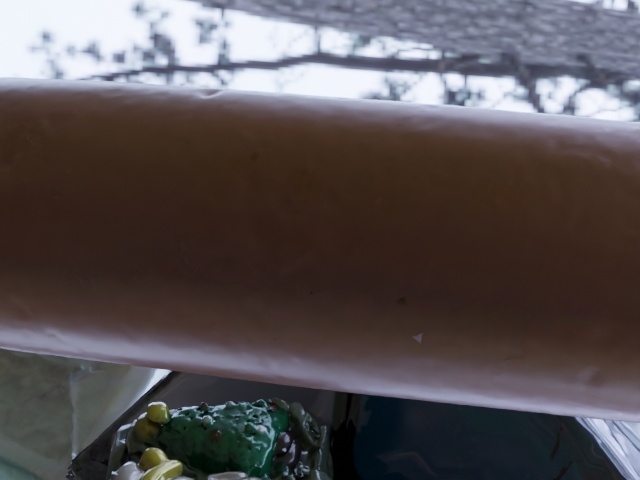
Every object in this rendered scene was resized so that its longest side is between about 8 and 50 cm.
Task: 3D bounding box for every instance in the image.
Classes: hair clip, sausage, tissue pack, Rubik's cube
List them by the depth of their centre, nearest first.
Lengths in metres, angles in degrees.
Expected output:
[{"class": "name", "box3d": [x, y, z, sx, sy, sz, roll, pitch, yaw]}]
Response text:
[{"class": "sausage", "box3d": [-0.001, 0.001, 0.464, 0.289, 0.086, 0.086, 6, -83, 15]}, {"class": "hair clip", "box3d": [-0.071, 0.189, 0.813, 0.138, 0.321, 0.091, 2, -45, 8]}, {"class": "Rubik's cube", "box3d": [0.065, 0.186, 1.050, 0.307, 0.305, 0.310, -43, -123, 12]}, {"class": "tissue pack", "box3d": [-0.241, 0.184, 1.473, 0.266, 0.356, 0.194, 23, -115, 22]}]
